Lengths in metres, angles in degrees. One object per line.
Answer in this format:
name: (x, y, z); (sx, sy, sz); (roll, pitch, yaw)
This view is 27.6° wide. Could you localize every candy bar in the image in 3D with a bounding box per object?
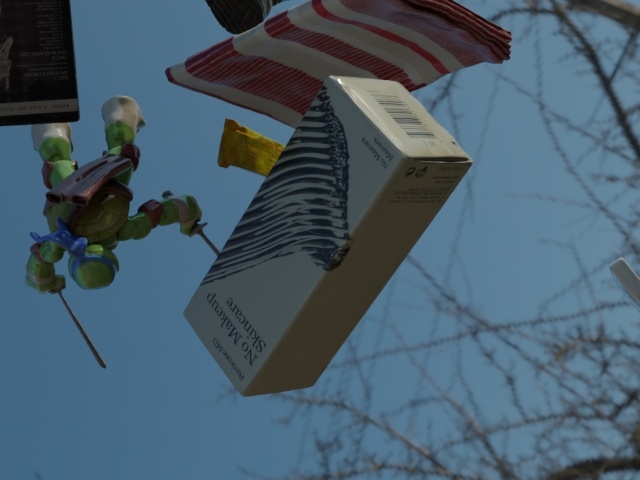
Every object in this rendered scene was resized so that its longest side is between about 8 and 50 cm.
candy bar: (-0.043, -0.068, 1.124); (0.161, 0.018, 0.040); (18, -99, -63)

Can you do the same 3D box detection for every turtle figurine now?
turtle figurine: (-0.244, -0.015, 1.505); (0.198, 0.266, 0.274); (-36, -43, 27)

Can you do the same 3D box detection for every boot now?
boot: (-0.120, -0.379, 1.598); (0.246, 0.083, 0.161); (60, -151, -20)

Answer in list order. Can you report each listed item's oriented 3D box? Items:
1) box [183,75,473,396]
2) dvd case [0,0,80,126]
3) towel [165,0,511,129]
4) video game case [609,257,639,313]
box: (0.000, 0.000, 1.106); (0.094, 0.113, 0.275); (-3, -46, -48)
dvd case: (-0.315, -0.215, 1.210); (0.164, 0.018, 0.221); (-5, -76, -11)
towel: (0.019, -0.202, 1.467); (0.237, 0.329, 0.037); (16, -115, -46)
video game case: (0.322, 0.081, 1.222); (0.019, 0.143, 0.157); (-39, -13, 8)
